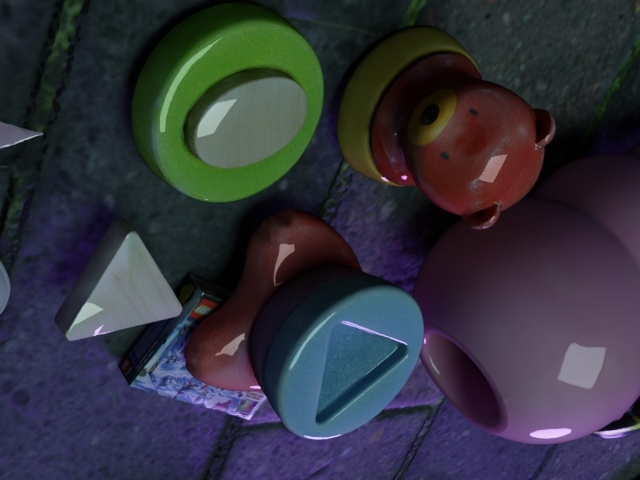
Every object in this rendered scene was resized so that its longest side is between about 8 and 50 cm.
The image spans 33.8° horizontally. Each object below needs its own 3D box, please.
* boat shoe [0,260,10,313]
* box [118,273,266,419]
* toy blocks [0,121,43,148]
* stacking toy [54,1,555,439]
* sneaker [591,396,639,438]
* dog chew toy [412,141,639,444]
[{"bbox_3d":[-0.238,0.012,0.631,0.125,0.038,0.046,42,53,-55],"label":"boat shoe"},{"bbox_3d":[-0.078,0.087,0.827,0.094,0.027,0.137,-51,138,11],"label":"box"},{"bbox_3d":[-0.303,0.025,0.488,0.289,0.260,0.309,13,146,-12],"label":"toy blocks"},{"bbox_3d":[0.000,0.000,0.707,0.280,0.130,0.309,10,111,-43],"label":"stacking toy"},{"bbox_3d":[0.417,0.148,1.207,0.300,0.111,0.121,-26,141,-14],"label":"sneaker"},{"bbox_3d":[0.238,0.021,0.894,0.332,0.206,0.206,-35,140,-19],"label":"dog chew toy"}]
